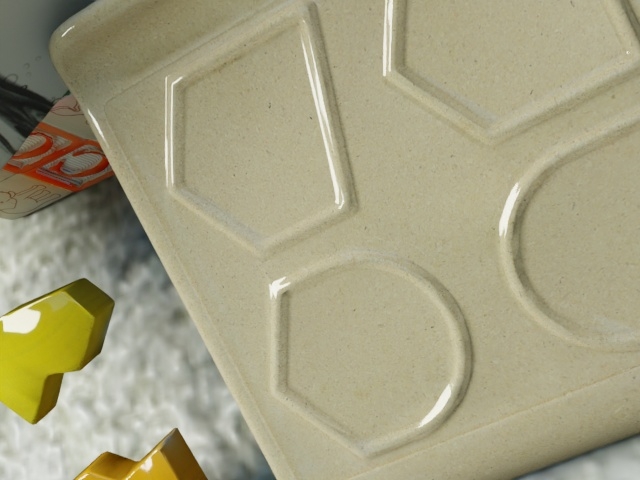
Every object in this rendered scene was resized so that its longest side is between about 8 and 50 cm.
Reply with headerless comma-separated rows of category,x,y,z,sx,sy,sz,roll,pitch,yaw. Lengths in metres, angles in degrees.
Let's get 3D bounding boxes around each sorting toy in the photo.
sorting toy,0.000,0.000,0.389,0.307,0.041,0.229,-26,98,20

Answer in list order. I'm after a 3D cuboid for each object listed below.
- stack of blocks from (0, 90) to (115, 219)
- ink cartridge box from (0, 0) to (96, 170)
stack of blocks,-0.138,-0.180,0.516,0.171,0.087,0.297,-21,70,22
ink cartridge box,-0.190,-0.143,0.409,0.307,0.129,0.223,-47,64,11
